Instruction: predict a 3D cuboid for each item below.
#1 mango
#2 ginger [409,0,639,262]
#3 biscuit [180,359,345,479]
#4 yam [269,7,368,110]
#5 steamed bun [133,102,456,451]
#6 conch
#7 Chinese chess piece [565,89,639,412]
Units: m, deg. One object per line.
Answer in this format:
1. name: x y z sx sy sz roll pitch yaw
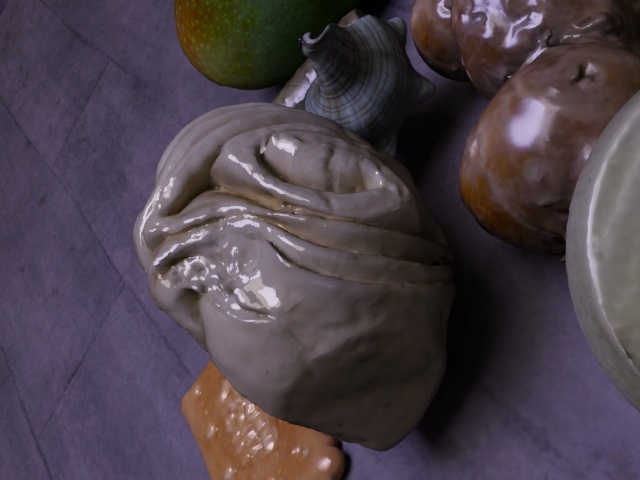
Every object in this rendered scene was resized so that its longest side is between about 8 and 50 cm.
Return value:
1. mango: -0.024 -0.338 1.035 0.201 0.225 0.382 45 107 13
2. ginger: 0.185 -0.122 0.710 0.256 0.176 0.375 -50 38 48
3. biscuit: -0.070 0.198 0.939 0.160 0.030 0.250 -53 39 16
4. yam: -0.059 -0.111 1.059 0.371 0.083 0.083 -46 41 25
5. steamed bun: -0.003 -0.001 0.770 0.203 0.276 0.289 -52 32 20
6. conch: 0.050 -0.142 0.860 0.137 0.114 0.234 -47 -6 -19
7. Chinese chess piece: 0.264 0.006 0.499 0.250 0.101 0.250 -2 80 13
